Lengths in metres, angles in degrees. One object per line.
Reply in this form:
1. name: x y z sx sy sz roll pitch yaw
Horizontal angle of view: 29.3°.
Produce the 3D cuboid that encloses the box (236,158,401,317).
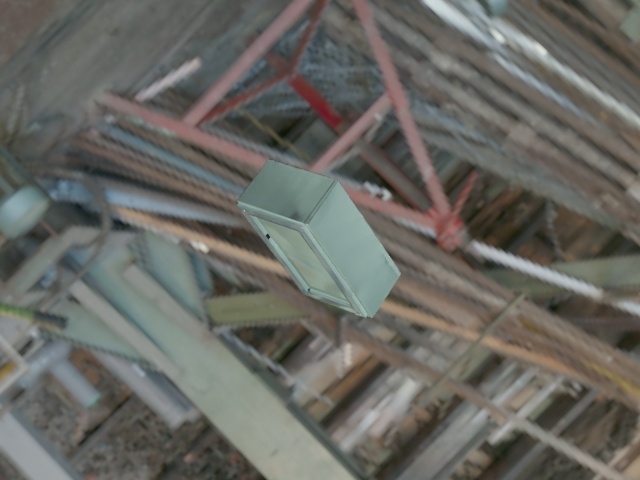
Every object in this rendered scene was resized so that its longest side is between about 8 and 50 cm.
1. box: 0.000 0.000 1.673 0.086 0.129 0.225 -55 138 -19
